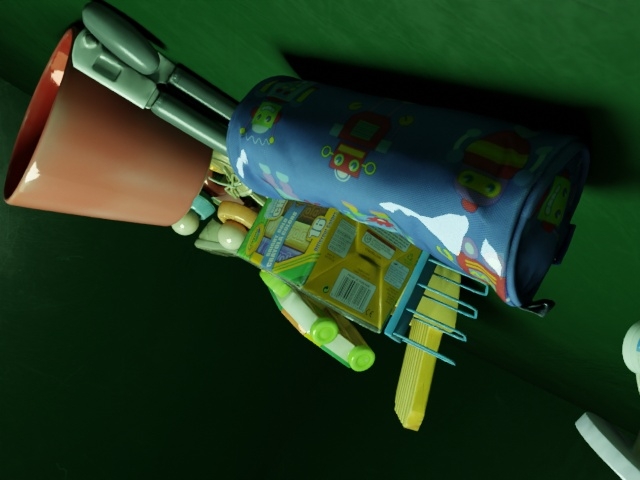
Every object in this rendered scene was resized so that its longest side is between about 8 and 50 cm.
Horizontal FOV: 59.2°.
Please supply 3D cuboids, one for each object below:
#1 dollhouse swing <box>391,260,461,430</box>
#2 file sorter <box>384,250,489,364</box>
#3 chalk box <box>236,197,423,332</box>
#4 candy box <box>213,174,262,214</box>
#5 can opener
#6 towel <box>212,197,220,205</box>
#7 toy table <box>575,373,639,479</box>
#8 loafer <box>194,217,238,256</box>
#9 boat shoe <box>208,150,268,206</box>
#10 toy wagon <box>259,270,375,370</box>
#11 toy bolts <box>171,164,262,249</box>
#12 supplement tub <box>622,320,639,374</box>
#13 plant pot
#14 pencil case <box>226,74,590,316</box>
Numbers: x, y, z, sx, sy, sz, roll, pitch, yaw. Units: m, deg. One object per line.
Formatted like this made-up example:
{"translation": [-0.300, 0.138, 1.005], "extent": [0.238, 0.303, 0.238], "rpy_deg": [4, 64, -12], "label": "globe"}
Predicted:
{"translation": [0.122, 0.173, 1.195], "extent": [0.315, 0.304, 0.347], "rpy_deg": [29, 175, 5], "label": "dollhouse swing"}
{"translation": [0.185, 0.089, 0.842], "extent": [0.105, 0.170, 0.118], "rpy_deg": [23, 172, 19], "label": "file sorter"}
{"translation": [0.000, 0.000, 0.932], "extent": [0.180, 0.179, 0.289], "rpy_deg": [32, 174, -33], "label": "chalk box"}
{"translation": [-0.094, -0.048, 1.381], "extent": [0.183, 0.087, 0.316], "rpy_deg": [25, 172, 38], "label": "candy box"}
{"translation": [-0.182, -0.185, 0.722], "extent": [0.281, 0.074, 0.093], "rpy_deg": [32, 173, -23], "label": "can opener"}
{"translation": [-0.351, -0.194, 1.387], "extent": [0.271, 0.040, 0.370], "rpy_deg": [43, -177, 28], "label": "towel"}
{"translation": [0.545, 0.316, 0.828], "extent": [0.274, 0.160, 0.252], "rpy_deg": [39, -167, 15], "label": "toy table"}
{"translation": [-0.182, -0.003, 1.342], "extent": [0.269, 0.091, 0.102], "rpy_deg": [9, 173, 25], "label": "loafer"}
{"translation": [-0.104, -0.092, 1.050], "extent": [0.285, 0.089, 0.105], "rpy_deg": [31, 174, -17], "label": "boat shoe"}
{"translation": [-0.024, 0.143, 1.219], "extent": [0.344, 0.068, 0.267], "rpy_deg": [40, -175, -31], "label": "toy wagon"}
{"translation": [-0.236, -0.088, 1.162], "extent": [0.229, 0.158, 0.218], "rpy_deg": [6, 153, 47], "label": "toy bolts"}
{"translation": [0.401, 0.130, 0.620], "extent": [0.071, 0.071, 0.107], "rpy_deg": [32, 173, -19], "label": "supplement tub"}
{"translation": [-0.321, -0.149, 0.885], "extent": [0.243, 0.274, 0.275], "rpy_deg": [21, 180, -36], "label": "plant pot"}
{"translation": [0.061, -0.054, 0.463], "extent": [0.306, 0.119, 0.133], "rpy_deg": [25, 175, 38], "label": "pencil case"}
